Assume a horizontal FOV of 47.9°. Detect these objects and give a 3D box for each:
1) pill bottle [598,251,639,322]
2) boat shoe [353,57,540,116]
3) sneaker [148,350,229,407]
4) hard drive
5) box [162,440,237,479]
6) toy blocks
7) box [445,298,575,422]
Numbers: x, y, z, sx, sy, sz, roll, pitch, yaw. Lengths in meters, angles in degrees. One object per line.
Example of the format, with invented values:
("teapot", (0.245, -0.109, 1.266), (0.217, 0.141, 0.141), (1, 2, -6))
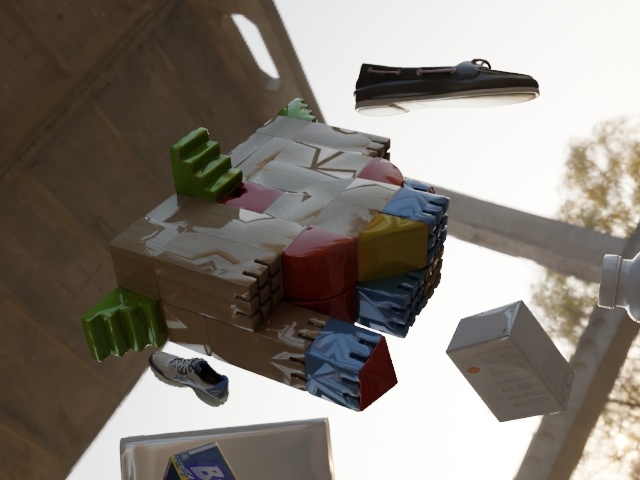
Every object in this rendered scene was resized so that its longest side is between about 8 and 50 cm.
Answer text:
("pill bottle", (0.477, 0.067, 0.973), (0.103, 0.184, 0.103), (-30, -57, -60))
("boat shoe", (0.207, -0.278, 1.247), (0.112, 0.335, 0.096), (5, -93, -60))
("sneaker", (-0.194, 0.195, 1.088), (0.052, 0.135, 0.058), (-62, -5, -49))
("hard drive", (-0.130, 0.367, 1.016), (0.040, 0.307, 0.203), (45, -142, -75))
("box", (-0.100, 0.293, 0.735), (0.059, 0.169, 0.054), (-9, -46, -37))
("toy blocks", (0.000, 0.000, 0.694), (0.381, 0.260, 0.191), (-48, -34, -46))
("box", (0.315, 0.202, 1.191), (0.170, 0.130, 0.091), (52, -137, -14))
